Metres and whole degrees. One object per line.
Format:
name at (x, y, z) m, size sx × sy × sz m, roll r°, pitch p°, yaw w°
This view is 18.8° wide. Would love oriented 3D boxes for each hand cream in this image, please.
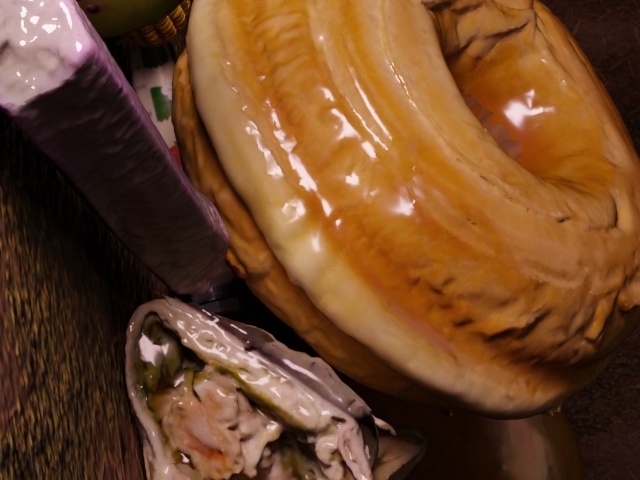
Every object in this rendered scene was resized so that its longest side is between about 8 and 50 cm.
hand cream at (-0.110, -0.076, 1.459) m, size 0.095 × 0.059 × 0.276 m, roll 89°, pitch -13°, yaw -85°

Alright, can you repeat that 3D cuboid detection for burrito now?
burrito at (-0.032, 0.138, 1.349) m, size 0.135 × 0.190 × 0.332 m, roll -64°, pitch 169°, yaw -2°

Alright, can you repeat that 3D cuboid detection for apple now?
apple at (0.077, 0.194, 1.697) m, size 0.275 × 0.299 × 0.299 m, roll 60°, pitch -2°, yaw 19°

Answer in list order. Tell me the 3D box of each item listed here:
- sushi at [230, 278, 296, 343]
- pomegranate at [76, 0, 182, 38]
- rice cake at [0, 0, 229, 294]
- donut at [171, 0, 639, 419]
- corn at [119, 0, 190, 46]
sushi at (0.000, 0.000, 1.795) m, size 0.139 × 0.184 × 0.274 m, roll -98°, pitch 172°, yaw -58°
pomegranate at (-0.116, -0.178, 1.073) m, size 0.159 × 0.129 × 0.129 m, roll -7°, pitch -85°, yaw 61°
rice cake at (-0.118, -0.050, 1.099) m, size 0.070 × 0.064 × 0.399 m, roll 52°, pitch -3°, yaw 18°
donut at (0.082, -0.058, 1.438) m, size 0.449 × 0.198 × 0.449 m, roll 33°, pitch 36°, yaw -28°
corn at (-0.136, -0.196, 1.322) m, size 0.207 × 0.068 × 0.068 m, roll 66°, pitch 14°, yaw -66°
